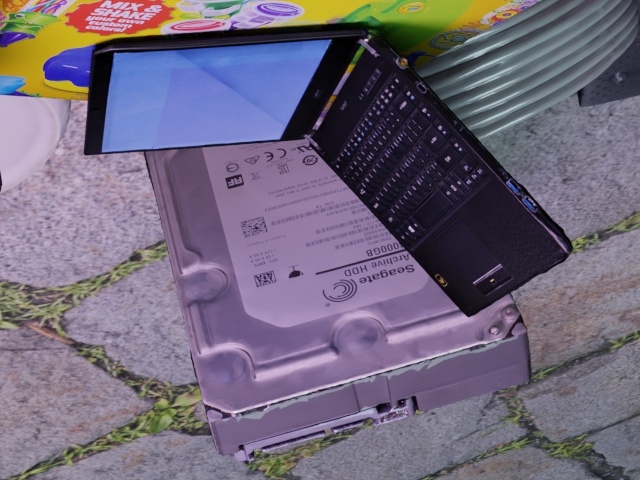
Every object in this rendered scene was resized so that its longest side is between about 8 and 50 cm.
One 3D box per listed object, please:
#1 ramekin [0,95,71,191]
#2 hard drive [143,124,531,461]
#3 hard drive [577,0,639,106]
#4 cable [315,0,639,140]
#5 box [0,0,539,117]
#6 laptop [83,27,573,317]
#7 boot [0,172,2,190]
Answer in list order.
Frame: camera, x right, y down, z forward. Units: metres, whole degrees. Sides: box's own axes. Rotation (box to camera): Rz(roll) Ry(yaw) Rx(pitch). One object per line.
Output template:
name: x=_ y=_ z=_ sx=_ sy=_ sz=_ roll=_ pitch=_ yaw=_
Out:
ramekin: x=-0.271 y=-0.110 z=1.148 sx=0.207 sy=0.109 sz=0.207 roll=-14 pitch=153 yaw=-7
hard drive: x=0.000 y=0.000 z=1.262 sx=0.236 sy=0.339 sz=0.064 roll=-15 pitch=135 yaw=-2
hard drive: x=0.338 y=-0.201 z=1.384 sx=0.254 sy=0.054 sz=0.172 roll=-16 pitch=153 yaw=-3
cable: x=0.110 y=-0.139 z=1.194 sx=0.257 sy=0.089 sz=0.257 roll=-30 pitch=-167 yaw=-27
box: x=-0.056 y=-0.199 z=0.946 sx=0.290 sy=0.177 sz=0.279 roll=1 pitch=166 yaw=-32
laptop: x=-0.007 y=-0.029 z=1.020 sx=0.136 sy=0.264 sz=0.234 roll=-42 pitch=178 yaw=-14
boot: x=-0.311 y=-0.185 z=0.896 sx=0.138 sy=0.377 sz=0.284 roll=-21 pitch=122 yaw=-33
